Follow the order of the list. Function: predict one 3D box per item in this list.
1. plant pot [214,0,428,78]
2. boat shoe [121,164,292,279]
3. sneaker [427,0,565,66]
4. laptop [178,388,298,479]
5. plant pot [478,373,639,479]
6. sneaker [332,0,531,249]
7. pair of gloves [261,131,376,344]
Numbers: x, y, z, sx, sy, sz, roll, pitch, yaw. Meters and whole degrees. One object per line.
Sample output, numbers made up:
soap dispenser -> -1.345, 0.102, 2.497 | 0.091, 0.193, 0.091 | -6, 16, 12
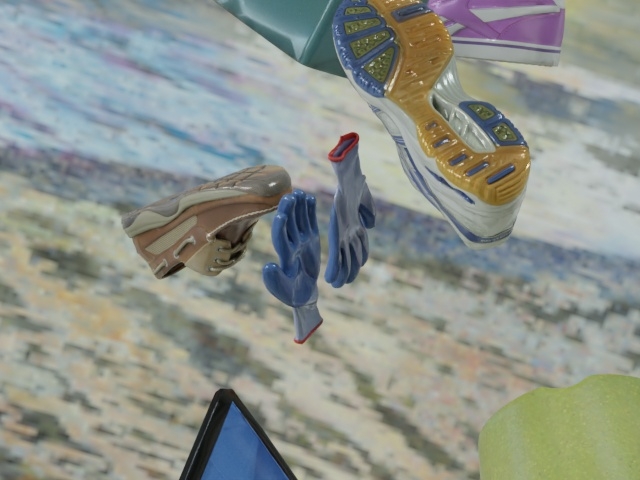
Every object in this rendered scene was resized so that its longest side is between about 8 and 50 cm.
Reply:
plant pot -> 0.031, -0.320, 1.733 | 0.165, 0.234, 0.165 | 39, 19, 34
boat shoe -> -0.134, -0.018, 2.003 | 0.123, 0.116, 0.324 | -23, 4, -36
sneaker -> 0.184, -0.318, 2.030 | 0.282, 0.161, 0.102 | 7, 10, 18
laptop -> 0.025, 0.240, 0.773 | 0.264, 0.234, 0.136 | 21, -36, 1
plant pot -> 0.250, 0.266, 1.348 | 0.276, 0.276, 0.254 | 15, 47, -30
sneaker -> 0.094, -0.113, 1.481 | 0.112, 0.131, 0.296 | -20, 55, -12
pair of gloves -> 0.000, 0.000, 1.454 | 0.023, 0.159, 0.198 | 12, 37, 27
